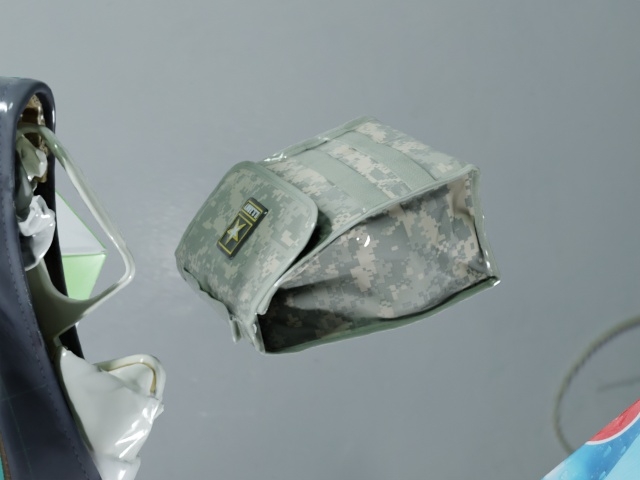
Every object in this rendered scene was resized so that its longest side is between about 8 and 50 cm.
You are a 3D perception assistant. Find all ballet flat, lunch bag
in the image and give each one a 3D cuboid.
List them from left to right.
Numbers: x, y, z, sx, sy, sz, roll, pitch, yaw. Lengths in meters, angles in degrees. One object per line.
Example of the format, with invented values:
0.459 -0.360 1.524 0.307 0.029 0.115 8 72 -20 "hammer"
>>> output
-0.095 0.035 0.481 0.074 0.074 0.203 -15 88 -22 "ballet flat"
0.000 0.000 1.418 0.287 0.235 0.169 -24 116 -17 "lunch bag"

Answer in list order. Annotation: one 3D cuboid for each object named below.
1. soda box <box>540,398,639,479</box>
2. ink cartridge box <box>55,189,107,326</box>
0.186 0.131 0.714 0.067 0.071 0.210 38 109 -25 "soda box"
-0.300 0.062 1.037 0.115 0.198 0.273 -2 127 -46 "ink cartridge box"
